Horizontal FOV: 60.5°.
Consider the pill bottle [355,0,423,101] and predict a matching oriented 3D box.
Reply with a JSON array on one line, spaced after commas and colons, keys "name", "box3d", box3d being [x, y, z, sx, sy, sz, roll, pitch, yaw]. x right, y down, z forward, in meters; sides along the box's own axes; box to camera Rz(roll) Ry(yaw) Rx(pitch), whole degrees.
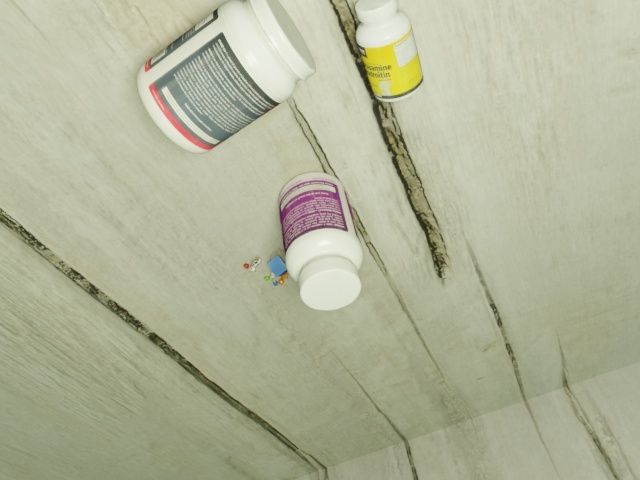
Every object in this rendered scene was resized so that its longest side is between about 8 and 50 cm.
[{"name": "pill bottle", "box3d": [0.125, -0.360, 1.024, 0.103, 0.103, 0.184, -19, 133, 8]}]

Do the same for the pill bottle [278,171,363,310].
[{"name": "pill bottle", "box3d": [0.000, 0.000, 1.204, 0.170, 0.301, 0.169, -5, 133, -5]}]

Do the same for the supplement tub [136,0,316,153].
[{"name": "supplement tub", "box3d": [-0.165, -0.295, 0.971, 0.272, 0.191, 0.191, -29, 131, 17]}]

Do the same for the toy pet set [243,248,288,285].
[{"name": "toy pet set", "box3d": [-0.120, 0.084, 1.425, 0.114, 0.065, 0.122, -39, 128, 24]}]
